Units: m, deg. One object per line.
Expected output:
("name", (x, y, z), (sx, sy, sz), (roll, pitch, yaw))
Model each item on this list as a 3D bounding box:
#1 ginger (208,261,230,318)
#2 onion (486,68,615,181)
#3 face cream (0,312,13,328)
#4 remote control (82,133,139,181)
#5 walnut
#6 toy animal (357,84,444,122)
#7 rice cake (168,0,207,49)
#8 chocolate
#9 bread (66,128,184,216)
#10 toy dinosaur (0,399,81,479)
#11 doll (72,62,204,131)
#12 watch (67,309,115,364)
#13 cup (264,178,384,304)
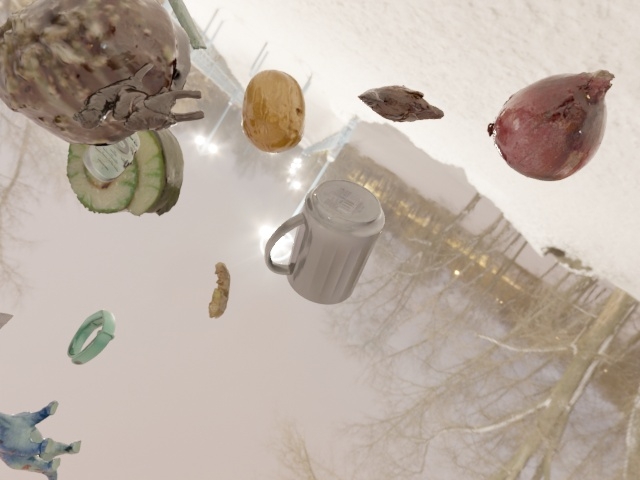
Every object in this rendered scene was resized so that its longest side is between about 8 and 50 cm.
("ginger", (-0.302, 0.150, 1.327), (0.051, 0.174, 0.069), (3, 179, 28))
("onion", (0.363, -0.184, 0.670), (0.159, 0.160, 0.195), (33, 147, 2))
("face cream", (-0.874, 0.303, 0.910), (0.137, 0.420, 0.235), (41, -178, 27))
("remote control", (-0.498, -0.217, 1.062), (0.098, 0.045, 0.256), (56, -161, -29))
("walnut", (-0.125, -0.353, 1.217), (0.192, 0.226, 0.193), (8, -178, 0))
("toy animal", (0.177, -0.304, 0.983), (0.188, 0.089, 0.179), (20, -160, 23))
("rice cake", (-0.302, -0.495, 0.974), (0.171, 0.029, 0.033), (62, -164, 1))
("chocolate", (-0.422, -0.320, 0.782), (0.226, 0.339, 0.210), (68, -168, 11))
("bread", (-0.622, -0.232, 1.421), (0.382, 0.366, 0.129), (50, -166, 3))
("toy dinosaur", (-0.491, 0.348, 0.746), (0.076, 0.144, 0.330), (-94, -10, -53))
("doll", (-0.283, -0.205, 0.671), (0.139, 0.165, 0.057), (36, 145, 21))
("watch", (-0.885, 0.370, 1.710), (0.068, 0.236, 0.195), (45, -149, -37))
("cup", (0.000, 0.000, 1.318), (0.322, 0.327, 0.237), (3, -136, -17))
